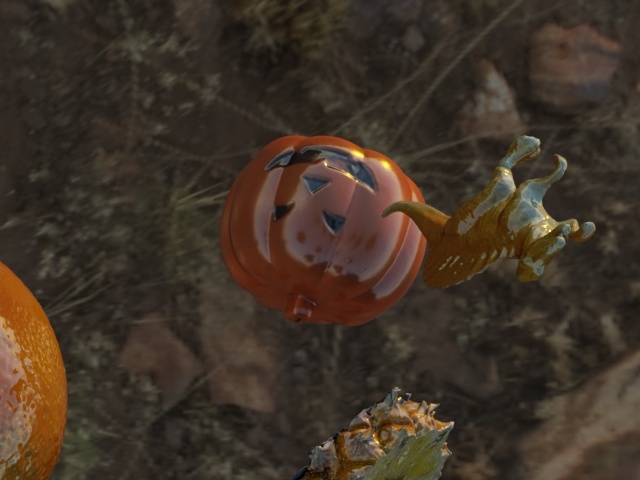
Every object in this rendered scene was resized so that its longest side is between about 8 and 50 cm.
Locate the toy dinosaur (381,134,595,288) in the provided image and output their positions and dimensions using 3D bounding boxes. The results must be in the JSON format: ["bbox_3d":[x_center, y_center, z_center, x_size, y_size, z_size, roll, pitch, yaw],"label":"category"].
[{"bbox_3d":[0.110,0.001,1.082,0.057,0.212,0.142,46,45,-17],"label":"toy dinosaur"}]

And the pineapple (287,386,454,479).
[{"bbox_3d":[0.033,0.224,1.317,0.221,0.221,0.047,-30,54,-28],"label":"pineapple"}]

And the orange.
[{"bbox_3d":[-0.237,0.080,0.840,0.206,0.206,0.206,5,80,-27],"label":"orange"}]

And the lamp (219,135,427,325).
[{"bbox_3d":[0.000,0.000,1.397,0.188,0.187,0.164,28,65,-21],"label":"lamp"}]
